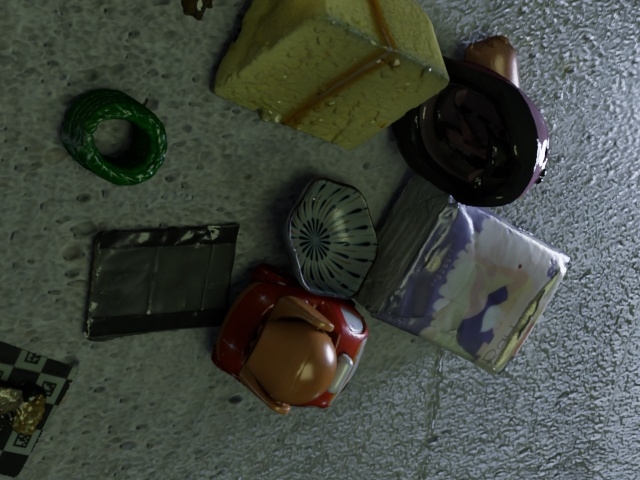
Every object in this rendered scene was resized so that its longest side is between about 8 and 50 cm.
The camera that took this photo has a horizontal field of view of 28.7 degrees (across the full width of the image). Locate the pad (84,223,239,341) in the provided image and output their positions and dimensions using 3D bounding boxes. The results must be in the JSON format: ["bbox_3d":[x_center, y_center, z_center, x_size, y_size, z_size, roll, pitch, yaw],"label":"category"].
[{"bbox_3d":[-0.229,0.058,1.821,0.233,0.022,0.174,-6,116,-32],"label":"pad"}]

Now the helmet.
[{"bbox_3d":[0.239,-0.163,1.860,0.154,0.253,0.198,-2,129,-33],"label":"helmet"}]

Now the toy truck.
[{"bbox_3d":[-0.024,0.169,1.866,0.265,0.239,0.189,22,99,-40],"label":"toy truck"}]

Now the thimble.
[{"bbox_3d":[-0.272,-0.136,1.651,0.130,0.090,0.118,1,110,-34],"label":"thimble"}]

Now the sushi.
[{"bbox_3d":[-0.460,0.240,1.743,0.215,0.050,0.192,27,97,-38],"label":"sushi"}]

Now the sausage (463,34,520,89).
[{"bbox_3d":[0.278,-0.188,1.982,0.086,0.086,0.289,-24,125,-21],"label":"sausage"}]

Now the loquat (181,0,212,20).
[{"bbox_3d":[-0.131,-0.395,1.544,0.213,0.213,0.246,5,110,-34],"label":"loquat"}]

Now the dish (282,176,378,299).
[{"bbox_3d":[0.000,0.000,1.888,0.190,0.066,0.191,6,82,-43],"label":"dish"}]

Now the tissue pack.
[{"bbox_3d":[0.232,0.057,2.049,0.343,0.125,0.242,27,96,-41],"label":"tissue pack"}]

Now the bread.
[{"bbox_3d":[-0.001,-0.271,1.770,0.263,0.198,0.236,20,135,-36],"label":"bread"}]
